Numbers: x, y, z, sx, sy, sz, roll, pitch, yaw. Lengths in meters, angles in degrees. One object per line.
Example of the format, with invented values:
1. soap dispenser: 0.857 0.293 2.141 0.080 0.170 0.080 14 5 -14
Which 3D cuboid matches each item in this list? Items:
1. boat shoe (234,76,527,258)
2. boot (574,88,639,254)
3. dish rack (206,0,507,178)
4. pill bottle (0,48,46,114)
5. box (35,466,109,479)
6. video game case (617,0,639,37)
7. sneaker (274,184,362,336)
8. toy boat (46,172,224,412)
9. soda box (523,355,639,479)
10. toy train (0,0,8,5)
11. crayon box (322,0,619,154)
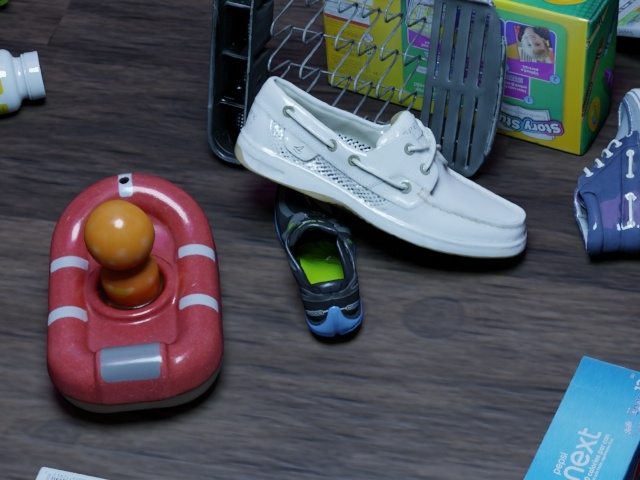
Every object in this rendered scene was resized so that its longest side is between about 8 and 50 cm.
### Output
1. boat shoe: 0.064 -0.068 1.532 0.277 0.096 0.098 21 22 1
2. boot: 0.272 -0.066 1.573 0.086 0.069 0.190 -2 47 -1
3. dish rack: 0.034 -0.154 1.597 0.271 0.208 0.074 14 31 16
4. pill bottle: -0.336 -0.155 1.721 0.116 0.065 0.065 -11 46 -6
5. box: -0.073 0.243 1.307 0.324 0.063 0.067 9 48 13
6. video game case: 0.339 -0.239 1.716 0.119 0.015 0.166 -37 25 -20
7. sneaker: 0.000 0.000 1.527 0.067 0.078 0.188 -11 43 -4
8. toy boat: -0.164 0.025 1.467 0.151 0.151 0.231 -6 46 -1
9. soda box: 0.199 0.192 1.329 0.071 0.067 0.210 16 49 21
10. toy train: -0.344 -0.314 1.860 0.248 0.105 0.143 -1 56 4
11. crayon box: 0.140 -0.199 1.650 0.278 0.165 0.081 18 50 21
